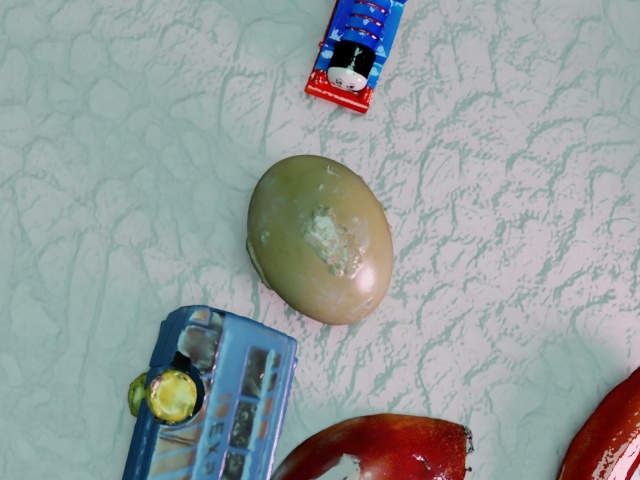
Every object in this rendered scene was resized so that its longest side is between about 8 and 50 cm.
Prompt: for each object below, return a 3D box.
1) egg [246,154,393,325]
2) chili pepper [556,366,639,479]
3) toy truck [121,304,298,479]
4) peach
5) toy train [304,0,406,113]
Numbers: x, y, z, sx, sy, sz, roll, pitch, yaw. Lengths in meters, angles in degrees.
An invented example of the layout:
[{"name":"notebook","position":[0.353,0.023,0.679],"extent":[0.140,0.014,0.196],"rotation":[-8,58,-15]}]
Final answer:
[{"name":"egg","position":[-0.001,0.000,1.664],"extent":[0.164,0.164,0.202],"rotation":[-29,91,-12]},{"name":"chili pepper","position":[0.344,0.274,1.721],"extent":[0.137,0.092,0.368],"rotation":[32,84,-22]},{"name":"toy truck","position":[-0.144,0.267,1.600],"extent":[0.162,0.161,0.385],"rotation":[16,78,-15]},{"name":"peach","position":[0.064,0.289,1.674],"extent":[0.279,0.068,0.189],"rotation":[-33,89,-12]},{"name":"toy train","position":[0.053,-0.264,1.725],"extent":[0.082,0.131,0.204],"rotation":[19,79,-6]}]
